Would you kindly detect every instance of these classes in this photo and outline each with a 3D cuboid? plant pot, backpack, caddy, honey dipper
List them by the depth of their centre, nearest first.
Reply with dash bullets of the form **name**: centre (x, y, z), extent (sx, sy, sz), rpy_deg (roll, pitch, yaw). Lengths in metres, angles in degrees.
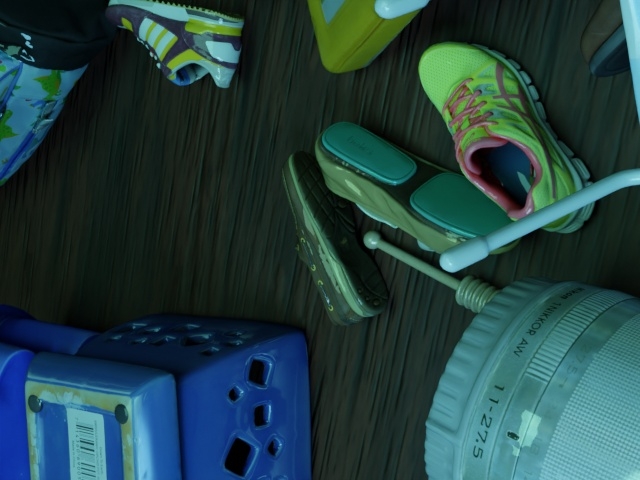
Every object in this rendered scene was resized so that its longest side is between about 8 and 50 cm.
- **honey dipper**: centre (0.100, 0.028, 1.155), extent (0.161, 0.030, 0.030), rpy_deg (27, 112, 37)
- **plant pot**: centre (-0.163, 0.207, 1.278), extent (0.236, 0.212, 0.236), rpy_deg (3, 98, 41)
- **caddy**: centre (-0.349, 0.243, 1.422), extent (0.179, 0.241, 0.341), rpy_deg (0, 95, 36)
- **backpack**: centre (-0.438, -0.192, 1.454), extent (0.290, 0.273, 0.355), rpy_deg (44, 138, 4)

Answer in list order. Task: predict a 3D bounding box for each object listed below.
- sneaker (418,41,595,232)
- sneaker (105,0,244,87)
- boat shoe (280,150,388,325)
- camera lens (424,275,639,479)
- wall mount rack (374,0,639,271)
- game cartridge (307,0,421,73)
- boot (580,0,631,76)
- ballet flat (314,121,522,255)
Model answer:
- **sneaker**: centre (0.144, -0.093, 1.059), extent (0.208, 0.094, 0.081), rpy_deg (53, 126, 24)
- **sneaker**: centre (-0.162, -0.208, 1.317), extent (0.185, 0.069, 0.084), rpy_deg (15, 100, 39)
- **boat shoe**: centre (0.000, 0.000, 1.210), extent (0.060, 0.064, 0.178), rpy_deg (-31, 78, 36)
- **camera lens**: centre (0.244, 0.162, 0.925), extent (0.274, 0.219, 0.219), rpy_deg (23, 110, 36)
- **wall mount rack**: centre (0.218, -0.112, 0.868), extent (0.304, 0.130, 0.350), rpy_deg (-6, 119, 21)
- **game cartridge**: centre (0.024, -0.314, 1.043), extent (0.324, 0.053, 0.285), rpy_deg (146, 111, -78)
- **boot**: centre (0.213, -0.302, 0.975), extent (0.280, 0.096, 0.264), rpy_deg (47, 124, 28)
- **ballet flat**: centre (0.089, -0.034, 1.140), extent (0.232, 0.080, 0.073), rpy_deg (35, 145, 34)
